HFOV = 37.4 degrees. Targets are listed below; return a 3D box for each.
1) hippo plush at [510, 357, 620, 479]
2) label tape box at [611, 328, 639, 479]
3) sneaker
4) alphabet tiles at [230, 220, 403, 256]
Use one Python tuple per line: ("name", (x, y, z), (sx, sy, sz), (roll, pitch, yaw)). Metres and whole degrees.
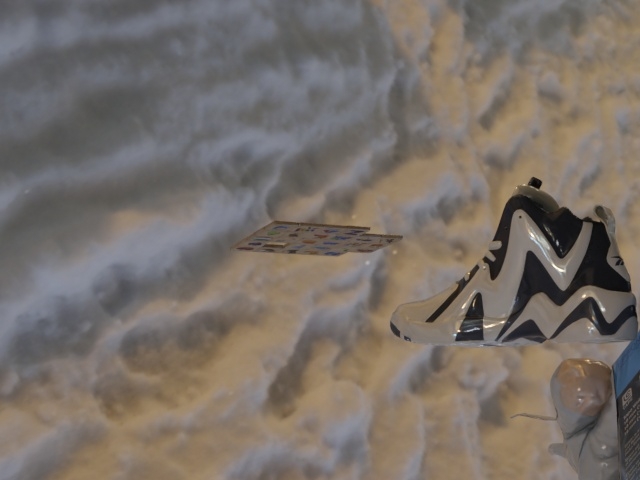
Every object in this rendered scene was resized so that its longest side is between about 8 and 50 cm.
("hippo plush", (0.363, 0.296, 1.177), (0.234, 0.294, 0.236), (44, 44, -34))
("label tape box", (0.391, 0.151, 0.905), (0.106, 0.240, 0.333), (29, 30, 1))
("sneaker", (0.171, 0.021, 0.879), (0.094, 0.235, 0.153), (10, 76, -48))
("alphabet tiles", (0.000, 0.000, 1.502), (0.237, 0.198, 0.009), (3, 77, -24))
